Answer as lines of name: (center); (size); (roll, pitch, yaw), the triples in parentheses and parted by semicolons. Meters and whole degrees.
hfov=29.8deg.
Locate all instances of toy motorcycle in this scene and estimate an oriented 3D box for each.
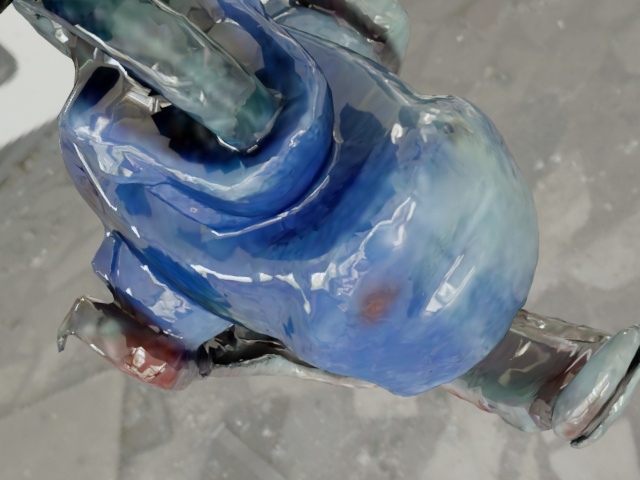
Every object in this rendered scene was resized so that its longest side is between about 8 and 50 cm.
toy motorcycle: (0.010, -0.022, 0.489); (0.241, 0.319, 0.182); (7, 87, -2)

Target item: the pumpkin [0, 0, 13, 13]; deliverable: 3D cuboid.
pumpkin: (-0.199, -0.159, 0.279); (0.295, 0.296, 0.296); (-21, 45, 22)
